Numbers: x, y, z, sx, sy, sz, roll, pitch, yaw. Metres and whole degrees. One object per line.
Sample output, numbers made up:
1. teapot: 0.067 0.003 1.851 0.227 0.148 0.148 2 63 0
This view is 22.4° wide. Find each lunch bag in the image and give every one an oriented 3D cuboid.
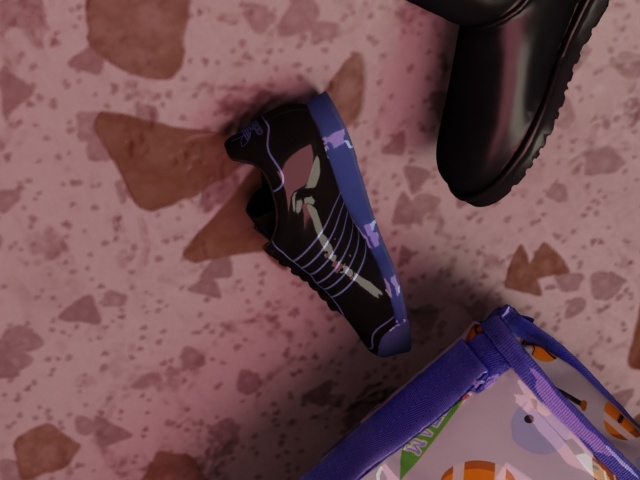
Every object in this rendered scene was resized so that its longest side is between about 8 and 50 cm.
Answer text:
1. lunch bag: 0.132 0.250 1.327 0.328 0.239 0.385 -43 130 11

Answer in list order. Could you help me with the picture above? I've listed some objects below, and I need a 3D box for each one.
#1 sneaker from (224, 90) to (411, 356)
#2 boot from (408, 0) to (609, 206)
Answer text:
1. sneaker: 0.000 0.000 1.233 0.090 0.081 0.232 -21 116 -2
2. boot: 0.090 -0.164 1.152 0.207 0.094 0.246 19 104 -31
